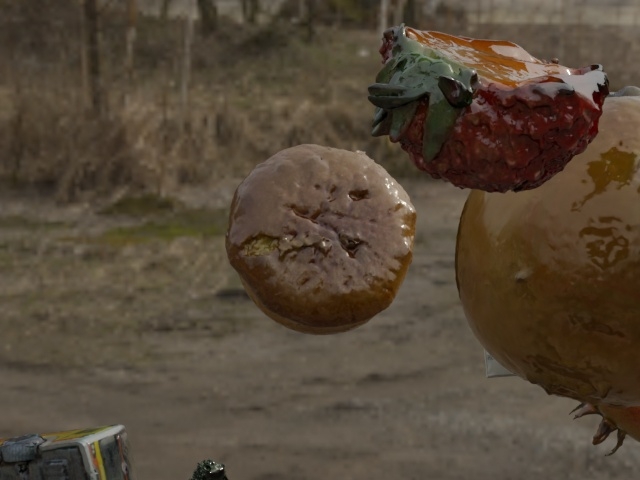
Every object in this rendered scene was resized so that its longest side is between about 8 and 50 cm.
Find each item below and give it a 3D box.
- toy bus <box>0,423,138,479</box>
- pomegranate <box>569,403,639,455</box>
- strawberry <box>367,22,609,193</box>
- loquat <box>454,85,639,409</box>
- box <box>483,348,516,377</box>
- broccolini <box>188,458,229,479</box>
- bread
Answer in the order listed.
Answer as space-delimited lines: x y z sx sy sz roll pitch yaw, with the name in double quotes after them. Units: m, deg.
-0.278 0.212 1.135 0.268 0.092 0.106 -11 1 27 "toy bus"
0.462 0.194 1.854 0.221 0.257 0.221 34 18 -13 "pomegranate"
0.098 -0.075 0.774 0.140 0.085 0.192 12 15 2 "strawberry"
0.291 0.009 1.292 0.328 0.328 0.328 0 14 0 "loquat"
0.224 0.077 1.505 0.084 0.154 0.040 -7 -6 21 "box"
-0.145 0.463 2.342 0.071 0.254 0.057 -35 40 12 "broccolini"
-0.003 0.005 2.067 0.312 0.312 0.172 -2 -25 -7 "bread"
